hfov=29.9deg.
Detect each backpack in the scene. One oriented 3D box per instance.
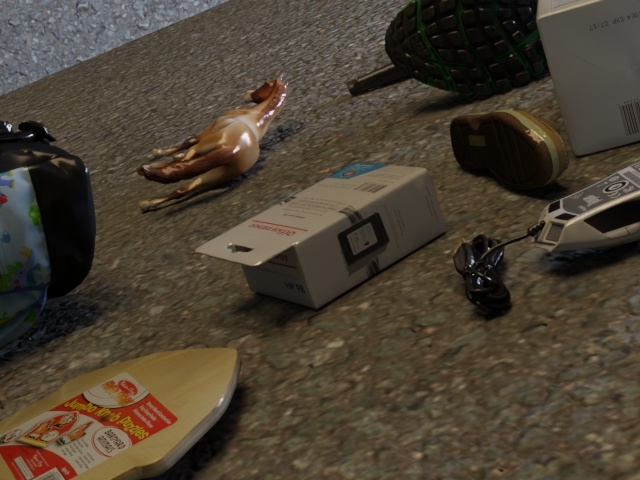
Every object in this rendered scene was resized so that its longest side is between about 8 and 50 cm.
[{"bbox_3d":[-0.417,0.030,1.076,0.356,0.273,0.290,-6,11,-36],"label":"backpack"}]

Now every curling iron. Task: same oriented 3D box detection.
[{"bbox_3d":[0.163,-0.240,1.528,0.274,0.035,0.068,-15,19,12],"label":"curling iron"}]

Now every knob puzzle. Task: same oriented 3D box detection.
[{"bbox_3d":[-0.136,0.129,0.811,0.213,0.030,0.213,-18,19,6],"label":"knob puzzle"}]

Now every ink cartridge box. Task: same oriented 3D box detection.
[{"bbox_3d":[0.000,0.000,0.987,0.180,0.060,0.104,-30,22,-28],"label":"ink cartridge box"}]

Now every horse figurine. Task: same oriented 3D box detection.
[{"bbox_3d":[-0.126,-0.110,1.409,0.174,0.066,0.263,-21,16,15],"label":"horse figurine"}]

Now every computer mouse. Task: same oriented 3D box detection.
[{"bbox_3d":[0.189,-0.007,0.858,0.193,0.042,0.106,-24,14,5],"label":"computer mouse"}]

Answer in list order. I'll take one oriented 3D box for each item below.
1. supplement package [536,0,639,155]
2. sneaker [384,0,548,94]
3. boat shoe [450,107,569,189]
[{"bbox_3d":[0.287,-0.194,1.128,0.139,0.133,0.244,-14,20,17],"label":"supplement package"},{"bbox_3d":[0.238,-0.253,1.390,0.344,0.134,0.146,-13,11,-10],"label":"sneaker"},{"bbox_3d":[0.181,-0.091,1.064,0.072,0.068,0.190,-12,17,-14],"label":"boat shoe"}]
